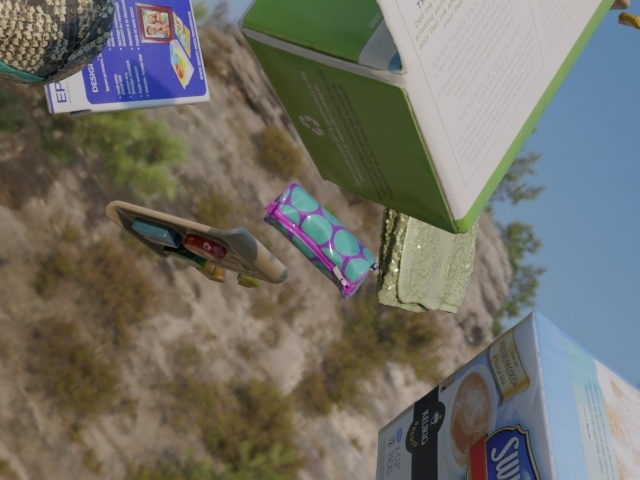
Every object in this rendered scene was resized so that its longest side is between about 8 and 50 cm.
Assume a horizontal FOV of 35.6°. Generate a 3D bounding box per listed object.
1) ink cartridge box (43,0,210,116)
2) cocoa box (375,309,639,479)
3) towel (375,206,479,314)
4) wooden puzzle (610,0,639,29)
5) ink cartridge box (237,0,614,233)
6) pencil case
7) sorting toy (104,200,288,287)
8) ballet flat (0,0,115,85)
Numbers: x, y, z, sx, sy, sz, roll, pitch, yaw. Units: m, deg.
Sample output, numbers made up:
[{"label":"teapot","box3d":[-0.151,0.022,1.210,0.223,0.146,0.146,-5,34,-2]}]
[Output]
[{"label":"ink cartridge box","box3d":[-0.281,-0.315,1.277,0.307,0.072,0.303,-17,99,-55]},{"label":"cocoa box","box3d":[0.200,0.281,0.863,0.231,0.228,0.347,35,30,-16]},{"label":"towel","box3d":[0.080,-0.024,0.682,0.027,0.148,0.110,8,0,35]},{"label":"wooden puzzle","box3d":[0.293,-0.268,1.050,0.116,0.014,0.078,43,4,-16]},{"label":"ink cartridge box","box3d":[0.046,-0.153,0.443,0.097,0.189,0.255,23,-20,32]},{"label":"pencil case","box3d":[0.000,0.000,1.237,0.151,0.064,0.070,43,28,2]},{"label":"sorting toy","box3d":[-0.170,0.028,1.538,0.229,0.041,0.307,11,-17,23]},{"label":"ballet flat","box3d":[-0.257,-0.348,0.680,0.182,0.164,0.483,-17,95,-74]}]
